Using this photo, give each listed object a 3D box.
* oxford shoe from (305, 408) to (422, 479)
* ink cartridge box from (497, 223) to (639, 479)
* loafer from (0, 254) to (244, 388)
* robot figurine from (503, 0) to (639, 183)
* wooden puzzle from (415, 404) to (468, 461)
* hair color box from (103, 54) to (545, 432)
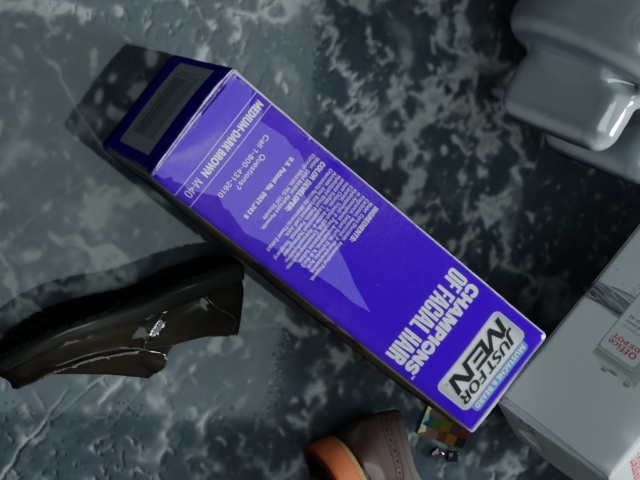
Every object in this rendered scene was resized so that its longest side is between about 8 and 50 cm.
[{"bbox_3d":[0.085,0.277,1.392,0.098,0.097,0.271,-29,108,-18],"label":"oxford shoe"},{"bbox_3d":[0.293,0.081,1.360,0.117,0.207,0.283,38,85,20],"label":"ink cartridge box"},{"bbox_3d":[-0.156,0.081,1.277,0.220,0.080,0.078,-19,105,-15],"label":"loafer"},{"bbox_3d":[0.294,-0.228,1.315,0.300,0.200,0.353,29,90,-49],"label":"robot figurine"},{"bbox_3d":[0.116,0.159,1.426,0.049,0.006,0.083,21,92,-21],"label":"wooden puzzle"},{"bbox_3d":[0.000,0.000,1.262,0.339,0.185,0.110,38,86,-21],"label":"hair color box"}]
